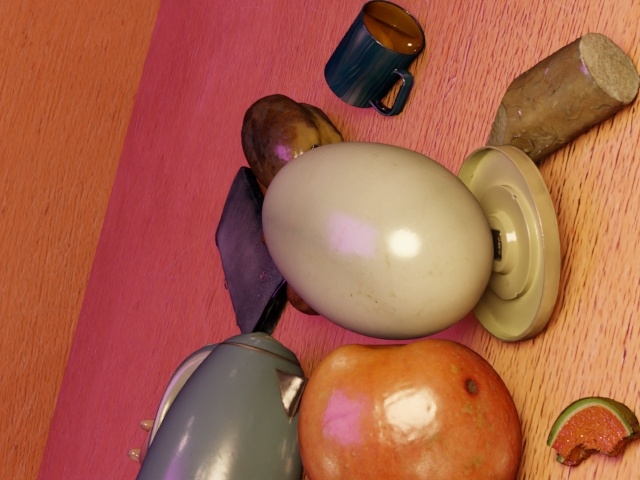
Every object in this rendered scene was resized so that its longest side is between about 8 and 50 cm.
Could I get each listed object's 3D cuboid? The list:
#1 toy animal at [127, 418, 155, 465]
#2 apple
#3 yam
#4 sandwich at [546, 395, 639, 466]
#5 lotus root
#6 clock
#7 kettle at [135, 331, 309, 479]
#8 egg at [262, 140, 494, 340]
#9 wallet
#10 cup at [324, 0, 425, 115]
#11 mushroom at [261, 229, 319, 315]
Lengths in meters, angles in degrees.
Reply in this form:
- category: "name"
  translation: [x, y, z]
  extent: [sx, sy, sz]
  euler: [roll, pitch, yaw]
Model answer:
- category: "toy animal"
  translation: [-0.222, 0.408, 2.079]
  extent: [0.250, 0.154, 0.166]
  euler: [46, 121, 51]
- category: "apple"
  translation: [0.099, 0.215, 1.380]
  extent: [0.253, 0.254, 0.253]
  euler: [-44, 38, 49]
- category: "yam"
  translation: [0.264, -0.153, 1.442]
  extent: [0.259, 0.106, 0.106]
  euler: [-35, 45, 53]
- category: "sandwich"
  translation: [0.287, 0.197, 1.260]
  extent: [0.135, 0.029, 0.067]
  euler: [-29, 56, 57]
- category: "lotus root"
  translation: [-0.053, -0.158, 2.064]
  extent: [0.275, 0.152, 0.160]
  euler: [-123, 44, -62]
- category: "clock"
  translation: [0.215, 0.003, 1.436]
  extent: [0.235, 0.029, 0.234]
  euler: [174, 90, -72]
- category: "kettle"
  translation: [-0.162, 0.305, 1.891]
  extent: [0.320, 0.247, 0.342]
  euler: [-1, 65, 42]
- category: "egg"
  translation: [0.059, -0.007, 1.471]
  extent: [0.371, 0.230, 0.229]
  euler: [27, 100, 56]
- category: "wallet"
  translation: [-0.130, 0.027, 2.243]
  extent: [0.190, 0.046, 0.379]
  euler: [-64, 26, 24]
- category: "cup"
  translation: [0.082, -0.276, 1.889]
  extent: [0.138, 0.114, 0.150]
  euler: [-51, 31, 45]
- category: "mushroom"
  translation: [0.012, 0.001, 1.869]
  extent: [0.194, 0.138, 0.231]
  euler: [-9, 78, 49]
